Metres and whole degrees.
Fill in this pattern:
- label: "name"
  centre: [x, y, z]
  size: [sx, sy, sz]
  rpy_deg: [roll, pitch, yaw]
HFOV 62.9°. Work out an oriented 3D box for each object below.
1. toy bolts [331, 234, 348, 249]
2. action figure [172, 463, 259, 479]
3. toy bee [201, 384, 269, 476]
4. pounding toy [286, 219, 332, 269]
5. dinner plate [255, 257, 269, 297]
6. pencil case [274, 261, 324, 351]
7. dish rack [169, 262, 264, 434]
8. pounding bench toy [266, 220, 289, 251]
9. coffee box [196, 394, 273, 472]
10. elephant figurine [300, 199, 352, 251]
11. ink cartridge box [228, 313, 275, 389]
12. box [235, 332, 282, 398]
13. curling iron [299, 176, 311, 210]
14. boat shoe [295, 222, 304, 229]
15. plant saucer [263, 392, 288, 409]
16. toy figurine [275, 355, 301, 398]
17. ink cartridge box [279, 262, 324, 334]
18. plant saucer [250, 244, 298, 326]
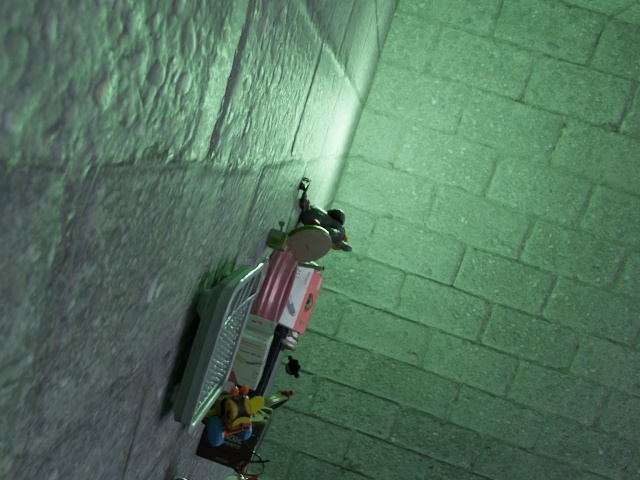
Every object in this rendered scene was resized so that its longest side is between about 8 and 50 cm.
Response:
- label: "toy bolts"
  centre: [0.000, 0.000, 2.507]
  size: [0.228, 0.218, 0.158]
  rpy_deg: [-53, -179, -4]
- label: "action figure"
  centre: [-0.273, 0.719, 1.273]
  size: [0.370, 0.275, 0.248]
  rpy_deg: [-43, -170, -9]
- label: "toy bee"
  centre: [-0.208, 0.421, 1.287]
  size: [0.195, 0.298, 0.162]
  rpy_deg: [-3, 99, -54]
- label: "pounding toy"
  centre: [-0.060, 0.002, 1.989]
  size: [0.236, 0.183, 0.110]
  rpy_deg: [105, -21, -45]
- label: "dinner plate"
  centre: [-0.187, 0.116, 1.582]
  size: [0.141, 0.017, 0.141]
  rpy_deg: [18, 90, -86]
- label: "pencil case"
  centre: [-0.118, 0.275, 2.280]
  size: [0.183, 0.160, 0.410]
  rpy_deg: [57, 51, -67]
- label: "dish rack"
  centre: [-0.223, 0.210, 1.119]
  size: [0.285, 0.072, 0.332]
  rpy_deg: [-54, 163, -80]
- label: "pounding bench toy"
  centre: [-0.124, -0.014, 1.582]
  size: [0.065, 0.052, 0.083]
  rpy_deg: [86, 23, -81]
- label: "coffee box"
  centre: [-0.271, 0.621, 1.713]
  size: [0.297, 0.168, 0.118]
  rpy_deg: [17, 91, -87]
- label: "elephant figurine"
  centre: [0.035, -0.056, 2.186]
  size: [0.186, 0.240, 0.169]
  rpy_deg: [-1, 106, -87]
- label: "ink cartridge box"
  centre: [-0.209, 0.315, 1.501]
  size: [0.067, 0.115, 0.198]
  rpy_deg: [-59, 166, -72]
- label: "box"
  centre: [-0.240, 0.497, 2.050]
  size: [0.184, 0.103, 0.261]
  rpy_deg: [107, 3, -66]
- label: "curling iron"
  centre: [-0.056, -0.160, 1.965]
  size: [0.274, 0.035, 0.068]
  rpy_deg: [96, 13, -72]
- label: "boat shoe"
  centre: [-0.094, -0.025, 2.119]
  size: [0.035, 0.035, 0.100]
  rpy_deg: [-70, -176, -58]
- label: "plant saucer"
  centre: [-0.252, 0.656, 1.999]
  size: [0.278, 0.041, 0.278]
  rpy_deg: [-26, 161, -10]
- label: "toy figurine"
  centre: [-0.199, 0.575, 2.215]
  size: [0.148, 0.210, 0.213]
  rpy_deg: [117, -8, -69]
- label: "ink cartridge box"
  centre: [-0.088, 0.231, 2.149]
  size: [0.060, 0.239, 0.275]
  rpy_deg: [2, -113, 48]
- label: "plant saucer"
  centre: [-0.156, 0.176, 1.830]
  size: [0.332, 0.084, 0.332]
  rpy_deg: [19, 90, -87]
